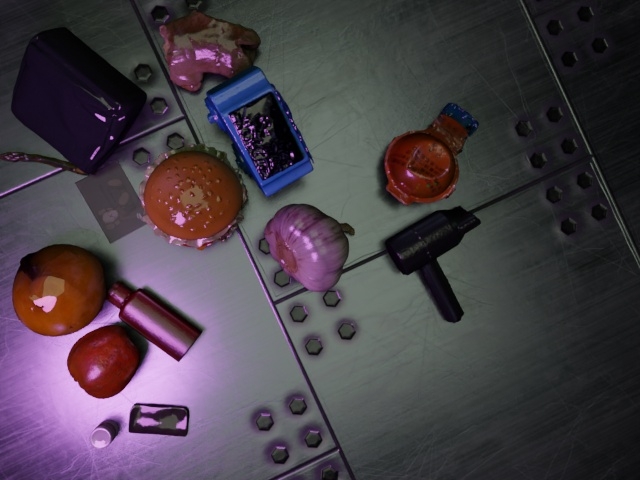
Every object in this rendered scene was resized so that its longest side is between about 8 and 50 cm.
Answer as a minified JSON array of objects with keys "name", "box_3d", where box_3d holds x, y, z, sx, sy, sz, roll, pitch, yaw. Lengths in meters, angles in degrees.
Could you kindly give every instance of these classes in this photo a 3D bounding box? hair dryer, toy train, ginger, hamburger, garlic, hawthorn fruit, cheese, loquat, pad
[{"name":"hair dryer","box_3d":[0.349,0.070,1.852,0.244,0.116,0.302,-29,102,-5]},{"name":"toy train","box_3d":[-0.154,-0.275,1.714,0.188,0.265,0.300,-31,114,-5]},{"name":"ginger","box_3d":[-0.295,-0.494,1.797,0.276,0.130,0.221,26,97,-5]},{"name":"hamburger","box_3d":[-0.323,-0.111,1.737,0.275,0.212,0.274,0,89,-5]},{"name":"garlic","box_3d":[0.000,0.000,1.781,0.253,0.245,0.244,-27,91,-37]},{"name":"hawthorn fruit","box_3d":[-0.552,0.305,1.734,0.189,0.189,0.189,0,88,-4]},{"name":"cheese","box_3d":[0.302,-0.233,1.835,0.217,0.129,0.329,38,74,1]},{"name":"loquat","box_3d":[-0.651,0.123,1.698,0.235,0.235,0.234,0,88,-4]},{"name":"pad","box_3d":[-0.555,-0.104,1.824,0.127,0.004,0.190,-30,90,-5]}]

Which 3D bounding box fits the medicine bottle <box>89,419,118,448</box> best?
[{"name":"medicine bottle","box_3d":[-0.561,0.503,1.764,0.057,0.089,0.057,0,88,-5]}]

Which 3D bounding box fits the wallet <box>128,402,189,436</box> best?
[{"name":"wallet","box_3d":[-0.430,0.479,1.810,0.157,0.018,0.082,4,89,-4]}]

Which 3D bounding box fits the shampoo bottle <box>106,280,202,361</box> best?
[{"name":"shampoo bottle","box_3d":[-0.447,0.206,1.793,0.260,0.064,0.102,36,87,-3]}]

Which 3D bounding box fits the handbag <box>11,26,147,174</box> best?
[{"name":"handbag","box_3d":[-0.620,-0.356,1.757,0.302,0.178,0.275,38,129,-1]}]

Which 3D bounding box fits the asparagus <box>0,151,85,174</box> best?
[{"name":"asparagus","box_3d":[-0.733,-0.209,1.801,0.236,0.027,0.034,11,77,-4]}]
